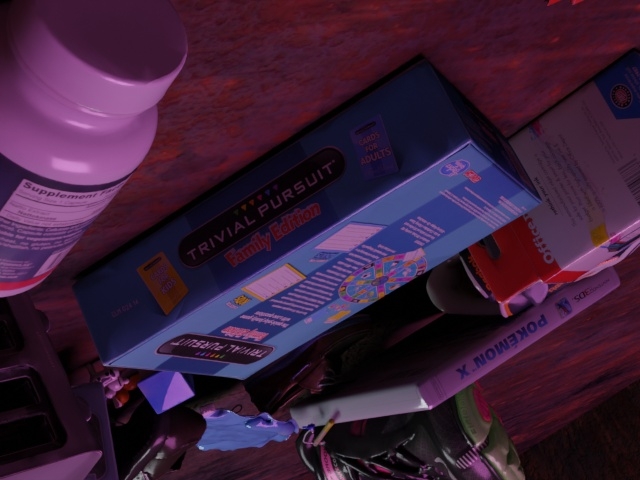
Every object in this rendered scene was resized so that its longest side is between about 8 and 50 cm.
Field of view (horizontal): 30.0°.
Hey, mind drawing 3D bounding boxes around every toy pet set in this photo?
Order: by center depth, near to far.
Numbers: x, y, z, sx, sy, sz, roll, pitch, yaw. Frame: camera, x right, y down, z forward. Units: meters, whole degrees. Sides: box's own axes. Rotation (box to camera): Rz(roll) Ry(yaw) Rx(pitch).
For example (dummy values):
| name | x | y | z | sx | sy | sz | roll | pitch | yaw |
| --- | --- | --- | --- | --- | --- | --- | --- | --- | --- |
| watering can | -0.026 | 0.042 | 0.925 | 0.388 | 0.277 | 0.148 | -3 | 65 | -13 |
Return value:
| name | x | y | z | sx | sy | sz | roll | pitch | yaw |
| --- | --- | --- | --- | --- | --- | --- | --- | --- | --- |
| toy pet set | -0.186 | 0.153 | 1.194 | 0.114 | 0.065 | 0.122 | -27 | 162 | 3 |

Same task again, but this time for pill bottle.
| name | x | y | z | sx | sy | sz | roll | pitch | yaw |
| --- | --- | --- | --- | --- | --- | --- | --- | --- | --- |
| pill bottle | -0.146 | -0.058 | 0.608 | 0.108 | 0.108 | 0.180 | -8 | 153 | -44 |

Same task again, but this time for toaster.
| name | x | y | z | sx | sy | sz | roll | pitch | yaw |
| --- | --- | --- | --- | --- | --- | --- | --- | --- | --- |
| toaster | -0.265 | 0.113 | 0.826 | 0.185 | 0.168 | 0.110 | -9 | 153 | -44 |

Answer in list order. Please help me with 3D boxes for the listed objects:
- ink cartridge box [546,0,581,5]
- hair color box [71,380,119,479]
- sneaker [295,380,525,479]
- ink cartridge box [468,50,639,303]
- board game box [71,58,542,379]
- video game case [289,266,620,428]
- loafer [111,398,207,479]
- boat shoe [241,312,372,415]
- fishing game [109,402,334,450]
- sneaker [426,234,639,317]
| name | x | y | z | sx | sy | sz | roll | pitch | yaw |
| --- | --- | --- | --- | --- | --- | --- | --- | --- | --- |
| ink cartridge box | 0.199 | -0.195 | 0.827 | 0.062 | 0.029 | 0.115 | -24 | 161 | -9 |
| hair color box | -0.309 | 0.262 | 1.193 | 0.185 | 0.114 | 0.374 | -7 | 156 | -16 |
| sneaker | 0.102 | 0.273 | 1.531 | 0.202 | 0.185 | 0.483 | -31 | -178 | -19 |
| ink cartridge box | 0.242 | -0.051 | 1.108 | 0.231 | 0.134 | 0.078 | -36 | 160 | 28 |
| board game box | 0.000 | 0.000 | 1.008 | 0.336 | 0.079 | 0.254 | -31 | 161 | 15 |
| video game case | 0.150 | 0.130 | 1.417 | 0.300 | 0.036 | 0.329 | -28 | -179 | -28 |
| loafer | -0.187 | 0.238 | 1.309 | 0.078 | 0.080 | 0.220 | 12 | 151 | -24 |
| boat shoe | -0.006 | 0.150 | 1.424 | 0.183 | 0.066 | 0.066 | -33 | 162 | 22 |
| fishing game | -0.118 | 0.217 | 1.410 | 0.264 | 0.041 | 0.189 | 0 | 159 | -4 |
| sneaker | 0.228 | -0.002 | 1.236 | 0.127 | 0.126 | 0.321 | -21 | 163 | -35 |
